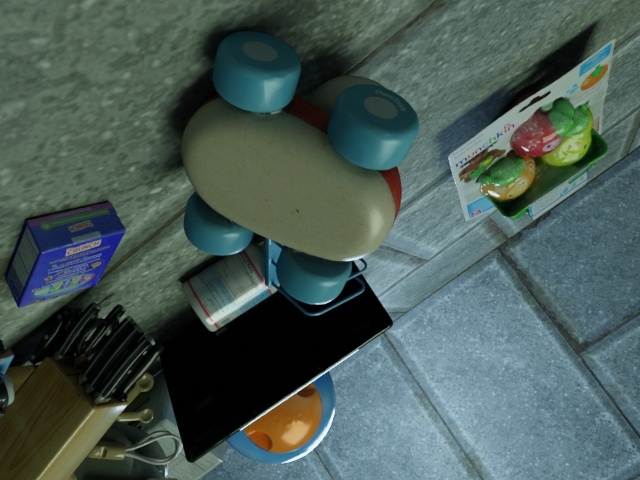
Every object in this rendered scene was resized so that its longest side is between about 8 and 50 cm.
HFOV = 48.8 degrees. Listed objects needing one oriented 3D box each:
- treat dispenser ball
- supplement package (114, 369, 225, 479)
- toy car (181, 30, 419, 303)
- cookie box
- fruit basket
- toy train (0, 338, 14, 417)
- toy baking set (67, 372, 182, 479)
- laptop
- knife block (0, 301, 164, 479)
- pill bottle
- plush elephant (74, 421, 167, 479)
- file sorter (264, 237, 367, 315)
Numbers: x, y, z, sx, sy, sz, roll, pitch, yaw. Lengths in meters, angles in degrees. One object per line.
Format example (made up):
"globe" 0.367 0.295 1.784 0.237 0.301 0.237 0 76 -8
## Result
"treat dispenser ball" -0.108 0.375 1.663 0.288 0.288 0.288 -31 165 -10
"supplement package" -0.302 0.374 1.378 0.203 0.149 0.194 -39 -158 17
"toy car" 0.000 -0.105 0.709 0.238 0.210 0.219 -59 173 -47
"cookie box" -0.259 0.015 0.714 0.092 0.040 0.107 -18 159 -44
"fruit basket" 0.391 -0.169 1.276 0.327 0.165 0.353 -35 162 3
"toy train" -0.405 0.158 0.725 0.184 0.105 0.080 -16 157 -48
"toy baking set" -0.317 0.304 1.066 0.196 0.256 0.030 -24 -177 -31
"laptop" -0.067 0.181 1.283 0.382 0.408 0.236 -35 131 3
"knife block" -0.307 0.220 0.890 0.242 0.276 0.088 -7 170 14
"pill bottle" -0.118 0.059 1.054 0.160 0.087 0.087 -32 165 -7
"plush elephant" -0.411 0.384 1.168 0.272 0.330 0.255 -26 -175 -30
"file sorter" 0.000 0.000 0.963 0.118 0.104 0.170 -24 135 -31
